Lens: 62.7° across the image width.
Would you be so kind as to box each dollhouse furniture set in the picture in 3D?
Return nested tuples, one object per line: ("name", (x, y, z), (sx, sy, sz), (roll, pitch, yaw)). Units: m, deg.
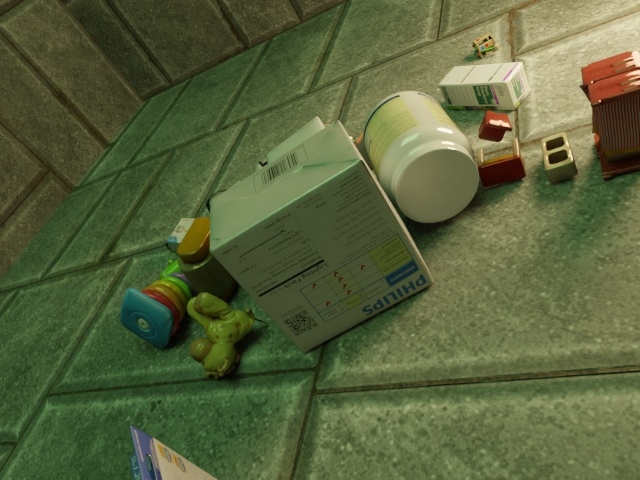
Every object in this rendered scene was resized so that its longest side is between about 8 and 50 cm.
("dollhouse furniture set", (0.514, -0.228, 1.142), (0.373, 0.201, 0.152), (-15, 40, 27))

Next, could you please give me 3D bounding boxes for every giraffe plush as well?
("giraffe plush", (-0.257, 0.251, 1.317), (0.210, 0.181, 0.171), (16, 65, 9))

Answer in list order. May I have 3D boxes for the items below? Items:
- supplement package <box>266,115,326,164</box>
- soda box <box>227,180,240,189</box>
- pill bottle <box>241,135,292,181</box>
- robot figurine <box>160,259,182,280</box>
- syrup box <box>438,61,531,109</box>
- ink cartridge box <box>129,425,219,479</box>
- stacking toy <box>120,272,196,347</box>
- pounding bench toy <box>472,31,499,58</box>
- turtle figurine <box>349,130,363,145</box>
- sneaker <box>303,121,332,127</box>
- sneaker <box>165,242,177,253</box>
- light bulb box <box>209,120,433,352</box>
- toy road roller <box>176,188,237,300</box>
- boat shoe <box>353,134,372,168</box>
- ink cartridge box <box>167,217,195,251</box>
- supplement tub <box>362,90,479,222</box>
("supplement package", (0.023, -0.132, 1.353), (0.175, 0.293, 0.178), (-34, 38, 14))
("soda box", (-0.264, -0.126, 1.816), (0.074, 0.069, 0.216), (-37, 35, -2))
("pill bottle", (-0.121, -0.224, 1.733), (0.264, 0.153, 0.153), (-39, 34, -3))
("robot figurine", (-0.475, 0.108, 1.723), (0.115, 0.067, 0.101), (-37, 46, -1))
("syrup box", (0.473, -0.445, 1.527), (0.096, 0.093, 0.236), (-48, 36, -18))
("ink cartridge box", (-0.215, 0.453, 0.875), (0.065, 0.311, 0.186), (-39, 34, -6))
("stacking toy", (-0.442, 0.161, 1.585), (0.302, 0.165, 0.175), (-55, -9, -52))
("pounding bench toy", (0.542, -0.635, 1.728), (0.065, 0.052, 0.083), (-27, 36, 14))
("turtle figurine", (0.036, -0.238, 1.581), (0.217, 0.087, 0.270), (34, 109, 33))
("sneaker", (0.011, -0.356, 1.852), (0.225, 0.088, 0.093), (15, 79, 49))
("sneaker", (-0.534, 0.026, 1.899), (0.083, 0.035, 0.031), (1, 49, 41))
("light bulb box", (0.000, 0.000, 1.179), (0.357, 0.361, 0.225), (-30, 33, 9))
("toy road roller", (-0.233, 0.007, 1.525), (0.240, 0.203, 0.330), (0, 46, 27))
("boat shoe", (0.207, -0.324, 1.601), (0.306, 0.113, 0.105), (-32, 26, 19))
("ink cartridge box", (-0.476, -0.021, 1.871), (0.088, 0.052, 0.123), (3, 47, 20))
("supplement tub", (0.246, -0.216, 1.329), (0.235, 0.235, 0.325), (-28, 35, 12))
